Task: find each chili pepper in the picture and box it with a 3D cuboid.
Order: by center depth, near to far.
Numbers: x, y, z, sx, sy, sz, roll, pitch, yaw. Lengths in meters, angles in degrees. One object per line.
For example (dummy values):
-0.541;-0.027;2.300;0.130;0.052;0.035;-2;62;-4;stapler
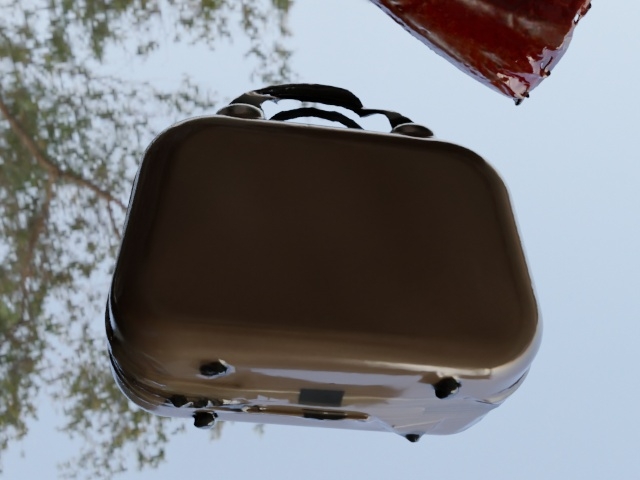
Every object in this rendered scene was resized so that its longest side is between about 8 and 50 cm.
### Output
0.091;-0.229;0.806;0.253;0.144;0.136;28;-121;-9;chili pepper

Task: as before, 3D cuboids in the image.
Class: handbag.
0.000;0.000;0.787;0.302;0.149;0.283;4;-120;-7;handbag
